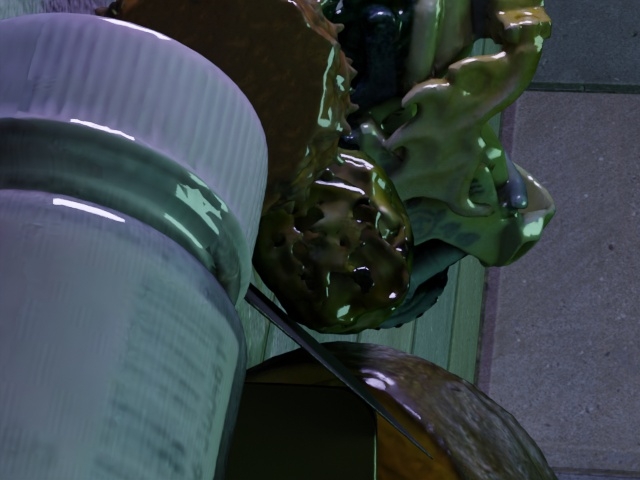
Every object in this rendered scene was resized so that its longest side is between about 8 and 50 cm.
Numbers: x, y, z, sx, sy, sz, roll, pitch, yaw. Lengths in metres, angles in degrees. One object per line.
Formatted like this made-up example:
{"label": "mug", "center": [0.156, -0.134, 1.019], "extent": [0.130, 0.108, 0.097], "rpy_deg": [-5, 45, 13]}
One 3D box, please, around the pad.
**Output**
{"label": "pad", "center": [-0.015, 0.060, 1.294], "extent": [0.211, 0.003, 0.143], "rpy_deg": [43, 1, -39]}

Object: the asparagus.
{"label": "asparagus", "center": [0.000, 0.000, 1.454], "extent": [0.128, 0.108, 0.382], "rpy_deg": [61, -3, -1]}

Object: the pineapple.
{"label": "pineapple", "center": [-0.054, -0.107, 1.194], "extent": [0.364, 0.165, 0.166], "rpy_deg": [-82, 173, -78]}

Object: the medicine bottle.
{"label": "medicine bottle", "center": [-0.112, 0.059, 0.770], "extent": [0.165, 0.165, 0.273], "rpy_deg": [81, 13, -50]}

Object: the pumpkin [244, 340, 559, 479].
{"label": "pumpkin", "center": [0.053, 0.219, 1.504], "extent": [0.256, 0.303, 0.225], "rpy_deg": [-61, 163, 3]}

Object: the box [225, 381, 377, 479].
{"label": "box", "center": [-0.032, 0.193, 1.350], "extent": [0.090, 0.144, 0.201], "rpy_deg": [1, 90, -84]}

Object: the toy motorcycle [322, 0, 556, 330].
{"label": "toy motorcycle", "center": [0.099, -0.098, 1.815], "extent": [0.169, 0.237, 0.410], "rpy_deg": [-119, -162, -50]}
